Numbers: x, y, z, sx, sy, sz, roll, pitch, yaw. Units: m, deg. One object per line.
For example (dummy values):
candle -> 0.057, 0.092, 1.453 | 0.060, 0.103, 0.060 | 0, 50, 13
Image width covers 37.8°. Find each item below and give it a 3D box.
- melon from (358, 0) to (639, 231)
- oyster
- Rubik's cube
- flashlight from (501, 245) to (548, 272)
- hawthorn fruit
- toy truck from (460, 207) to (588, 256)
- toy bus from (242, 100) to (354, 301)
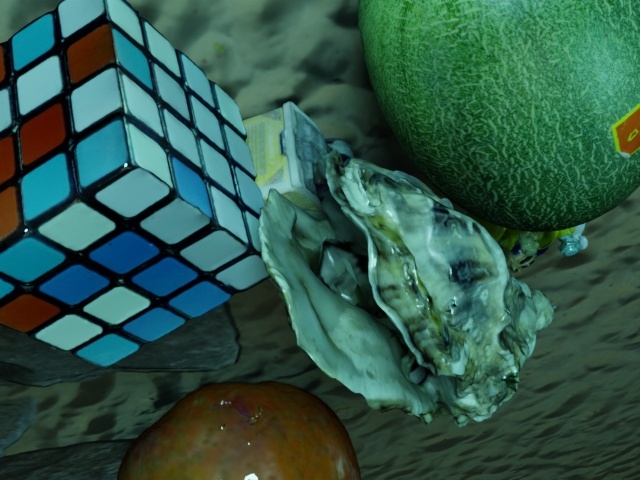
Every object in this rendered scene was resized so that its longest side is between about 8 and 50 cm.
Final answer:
melon -> 0.126, -0.104, 0.573 | 0.182, 0.182, 0.288 | -23, 148, 11
oyster -> 0.073, 0.040, 0.625 | 0.158, 0.162, 0.351 | -12, 161, 31
Rubik's cube -> -0.138, -0.036, 0.587 | 0.151, 0.155, 0.154 | -29, 145, 16
flashlight -> 0.164, 0.026, 0.914 | 0.121, 0.035, 0.057 | -25, 147, 14
hawthorn fruit -> -0.069, 0.312, 1.008 | 0.276, 0.307, 0.276 | -22, 158, -9
toy truck -> 0.186, -0.020, 0.817 | 0.111, 0.077, 0.076 | -2, 145, -21
toy bus -> 0.000, 0.000, 0.762 | 0.106, 0.092, 0.268 | -15, 148, 14
